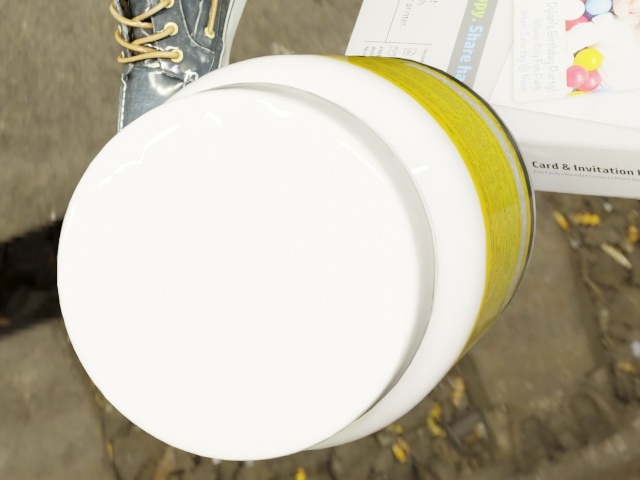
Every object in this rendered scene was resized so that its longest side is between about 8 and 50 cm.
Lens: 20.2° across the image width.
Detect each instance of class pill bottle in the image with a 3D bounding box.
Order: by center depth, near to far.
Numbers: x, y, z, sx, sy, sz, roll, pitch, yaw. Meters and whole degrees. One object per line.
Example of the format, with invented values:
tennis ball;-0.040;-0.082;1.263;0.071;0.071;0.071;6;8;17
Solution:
pill bottle;0.000;0.000;0.569;0.119;0.208;0.119;1;95;12

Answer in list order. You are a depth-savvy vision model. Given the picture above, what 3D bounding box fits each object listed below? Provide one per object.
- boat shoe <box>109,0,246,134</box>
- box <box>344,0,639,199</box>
boat shoe;-0.088;-0.112;0.963;0.083;0.065;0.183;38;58;-52
box;0.109;-0.085;0.707;0.186;0.145;0.038;7;149;21
